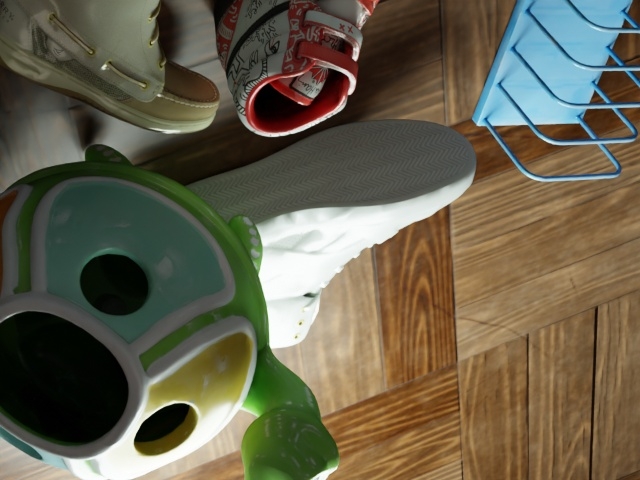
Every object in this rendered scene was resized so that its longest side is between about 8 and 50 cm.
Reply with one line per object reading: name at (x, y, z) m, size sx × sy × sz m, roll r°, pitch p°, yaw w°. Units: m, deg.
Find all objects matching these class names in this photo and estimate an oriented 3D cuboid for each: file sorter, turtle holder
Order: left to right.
turtle holder at (-0.158, 0.095, 1.386) m, size 0.243 × 0.227 × 0.320 m, roll -30°, pitch 100°, yaw 16°
file sorter at (0.233, -0.149, 1.562) m, size 0.118 × 0.104 × 0.170 m, roll -4°, pitch 131°, yaw -29°

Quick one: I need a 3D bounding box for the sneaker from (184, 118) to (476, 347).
sneaker at (0.000, 0.000, 1.572) m, size 0.293 × 0.108 × 0.169 m, roll -15°, pitch 138°, yaw -4°

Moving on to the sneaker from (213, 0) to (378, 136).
sneaker at (0.025, -0.190, 1.322) m, size 0.090 × 0.145 × 0.270 m, roll 26°, pitch 128°, yaw -36°

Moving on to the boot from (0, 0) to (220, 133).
boot at (-0.133, -0.178, 1.338) m, size 0.213 × 0.077 × 0.165 m, roll 19°, pitch 116°, yaw -38°
